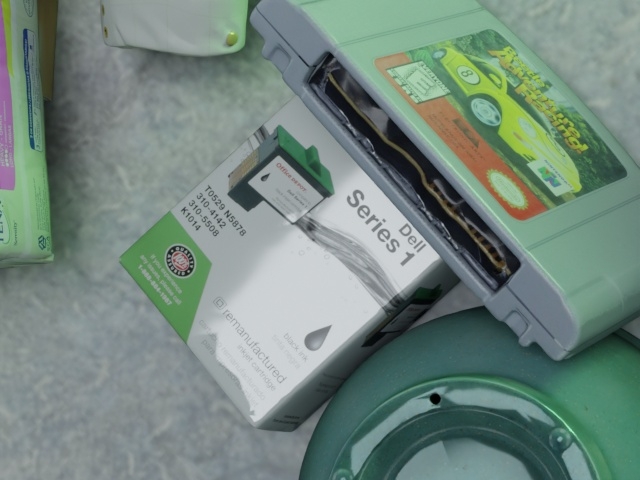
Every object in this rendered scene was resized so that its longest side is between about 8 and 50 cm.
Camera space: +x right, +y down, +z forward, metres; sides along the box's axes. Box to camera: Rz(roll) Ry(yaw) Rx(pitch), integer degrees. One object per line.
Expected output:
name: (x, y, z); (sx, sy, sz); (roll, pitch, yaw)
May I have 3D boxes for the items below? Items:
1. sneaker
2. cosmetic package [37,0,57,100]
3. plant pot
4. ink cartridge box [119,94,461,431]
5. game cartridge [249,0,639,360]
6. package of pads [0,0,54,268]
sneaker: (-0.155, -0.224, 1.385); (0.292, 0.108, 0.169); (31, 124, 42)
cosmetic package: (-0.229, -0.162, 1.435); (0.060, 0.041, 0.115); (1, 84, 17)
plant pot: (0.109, 0.176, 1.215); (0.293, 0.196, 0.293); (-2, 82, 15)
ink cartridge box: (0.000, 0.000, 1.321); (0.219, 0.092, 0.160); (-43, 74, 8)
game cartridge: (0.107, -0.063, 1.247); (0.294, 0.196, 0.060); (49, 122, 14)
package of pads: (-0.337, -0.080, 1.397); (0.296, 0.101, 0.229); (-9, 81, 28)
